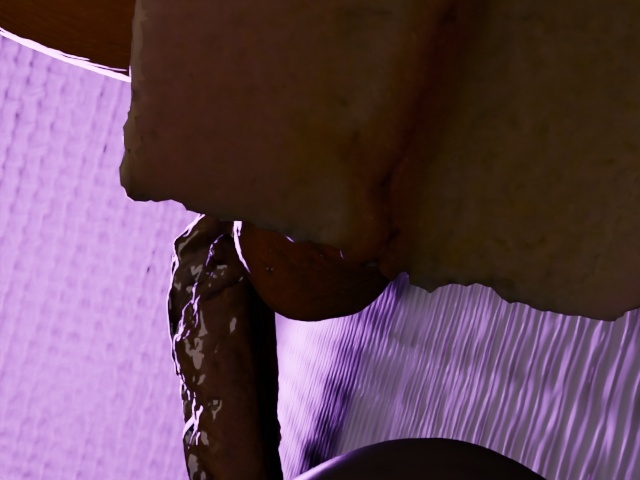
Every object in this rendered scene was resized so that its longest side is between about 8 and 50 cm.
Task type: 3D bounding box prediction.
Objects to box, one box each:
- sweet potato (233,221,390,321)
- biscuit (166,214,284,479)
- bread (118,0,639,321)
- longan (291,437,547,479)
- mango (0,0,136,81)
[{"bbox_3d":[-0.002,-0.001,1.026,0.359,0.112,0.112,126,160,-79],"label":"sweet potato"},{"bbox_3d":[-0.073,0.112,1.230,0.334,0.081,0.289,-102,6,-86],"label":"biscuit"},{"bbox_3d":[0.050,-0.137,0.415,0.163,0.168,0.264,-76,3,-56],"label":"bread"},{"bbox_3d":[0.016,0.096,0.364,0.113,0.092,0.113,-32,-19,-12],"label":"longan"},{"bbox_3d":[-0.038,-0.125,0.543,0.187,0.359,0.144,-5,73,43],"label":"mango"}]
